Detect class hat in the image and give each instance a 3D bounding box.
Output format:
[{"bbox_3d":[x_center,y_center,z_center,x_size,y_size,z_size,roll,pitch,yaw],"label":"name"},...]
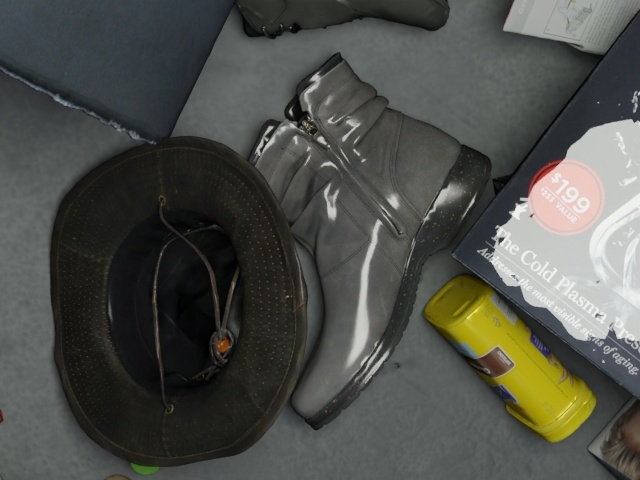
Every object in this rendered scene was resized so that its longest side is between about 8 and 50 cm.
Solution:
[{"bbox_3d":[-0.109,0.054,1.204,0.134,0.331,0.331,-3,101,-52],"label":"hat"}]

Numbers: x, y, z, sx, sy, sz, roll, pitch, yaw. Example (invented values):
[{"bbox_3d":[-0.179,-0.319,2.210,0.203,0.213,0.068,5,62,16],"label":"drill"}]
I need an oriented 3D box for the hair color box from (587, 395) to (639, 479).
[{"bbox_3d":[0.469,0.153,1.378,0.105,0.174,0.347,42,86,-18],"label":"hair color box"}]

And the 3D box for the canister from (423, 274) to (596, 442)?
[{"bbox_3d":[0.194,0.120,1.332,0.073,0.126,0.170,-45,103,-4],"label":"canister"}]

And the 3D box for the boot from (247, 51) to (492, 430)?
[{"bbox_3d":[0.000,0.000,1.287,0.222,0.118,0.338,30,83,-9],"label":"boot"}]

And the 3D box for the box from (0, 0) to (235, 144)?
[{"bbox_3d":[-0.252,-0.396,0.937,0.472,0.297,0.480,26,91,27],"label":"box"}]

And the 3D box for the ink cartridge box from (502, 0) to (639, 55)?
[{"bbox_3d":[0.299,-0.318,1.245,0.239,0.060,0.275,5,118,-35],"label":"ink cartridge box"}]

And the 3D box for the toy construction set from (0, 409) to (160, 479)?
[{"bbox_3d":[-0.265,0.282,1.182,0.309,0.237,0.257,-6,99,-14],"label":"toy construction set"}]

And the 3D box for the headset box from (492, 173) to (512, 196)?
[{"bbox_3d":[0.233,-0.058,1.347,0.083,0.062,0.032,-13,101,-13],"label":"headset box"}]

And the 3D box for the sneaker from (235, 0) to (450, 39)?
[{"bbox_3d":[-0.015,-0.249,1.247,0.286,0.109,0.130,19,100,-7],"label":"sneaker"}]

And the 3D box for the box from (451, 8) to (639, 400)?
[{"bbox_3d":[0.351,-0.006,1.197,0.343,0.179,0.312,37,94,6],"label":"box"}]
